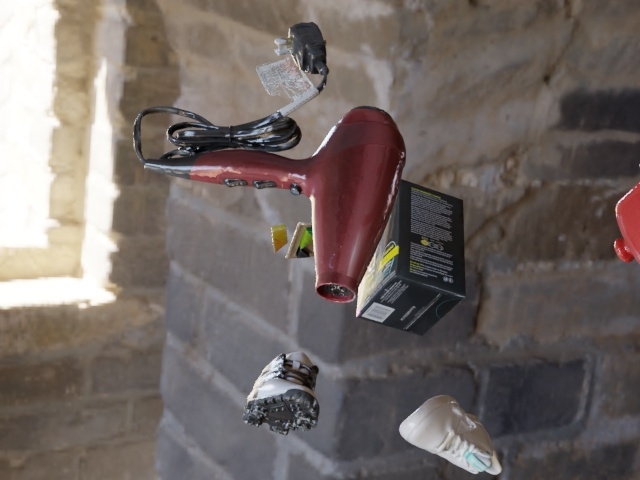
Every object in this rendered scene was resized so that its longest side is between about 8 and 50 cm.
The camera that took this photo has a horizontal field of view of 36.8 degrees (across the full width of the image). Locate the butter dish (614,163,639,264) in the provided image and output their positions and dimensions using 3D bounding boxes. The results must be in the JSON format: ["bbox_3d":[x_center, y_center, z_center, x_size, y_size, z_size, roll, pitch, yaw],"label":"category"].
[{"bbox_3d":[0.429,-0.010,1.218,0.118,0.160,0.160,-33,-18,34],"label":"butter dish"}]

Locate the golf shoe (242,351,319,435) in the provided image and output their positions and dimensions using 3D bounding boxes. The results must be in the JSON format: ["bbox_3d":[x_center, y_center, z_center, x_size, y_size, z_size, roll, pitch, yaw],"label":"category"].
[{"bbox_3d":[-0.039,0.161,1.065,0.077,0.094,0.198,24,-17,-10],"label":"golf shoe"}]

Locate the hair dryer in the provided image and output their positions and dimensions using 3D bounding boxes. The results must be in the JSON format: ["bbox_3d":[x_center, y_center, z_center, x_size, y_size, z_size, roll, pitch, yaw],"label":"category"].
[{"bbox_3d":[-0.029,-0.060,0.908,0.223,0.080,0.293,-32,57,-3],"label":"hair dryer"}]

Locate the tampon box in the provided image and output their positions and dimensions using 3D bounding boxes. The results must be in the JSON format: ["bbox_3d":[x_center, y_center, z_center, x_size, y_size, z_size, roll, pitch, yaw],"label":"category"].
[{"bbox_3d":[0.121,0.023,1.291,0.101,0.120,0.161,17,52,-16],"label":"tampon box"}]

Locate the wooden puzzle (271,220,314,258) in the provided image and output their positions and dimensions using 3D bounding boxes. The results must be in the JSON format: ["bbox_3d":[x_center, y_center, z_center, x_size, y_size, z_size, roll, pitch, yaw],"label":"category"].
[{"bbox_3d":[0.000,0.000,1.054,0.116,0.078,0.014,-9,59,-16],"label":"wooden puzzle"}]

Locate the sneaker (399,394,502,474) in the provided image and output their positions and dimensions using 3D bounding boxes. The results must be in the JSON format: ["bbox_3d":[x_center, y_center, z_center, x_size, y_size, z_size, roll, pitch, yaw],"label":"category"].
[{"bbox_3d":[0.190,0.274,1.305,0.212,0.080,0.094,27,19,-51],"label":"sneaker"}]
